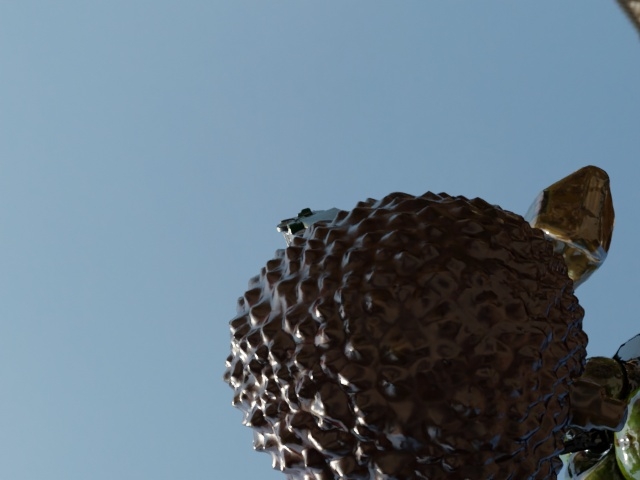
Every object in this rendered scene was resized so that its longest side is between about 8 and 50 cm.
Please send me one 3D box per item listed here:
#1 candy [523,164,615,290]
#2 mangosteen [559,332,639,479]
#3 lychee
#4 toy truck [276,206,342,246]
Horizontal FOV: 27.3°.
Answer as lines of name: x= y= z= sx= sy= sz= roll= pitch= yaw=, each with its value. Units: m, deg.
candy: x=0.260 y=0.035 z=1.610 sx=0.101 sy=0.271 sz=0.143 roll=28 pitch=-134 yaw=-8
mangosteen: x=0.329 y=0.174 z=1.210 sx=0.243 sy=0.243 sz=0.243 roll=-1 pitch=-123 yaw=2
lychee: x=0.077 y=0.096 z=0.984 sx=0.304 sy=0.275 sz=0.275 roll=15 pitch=-121 yaw=17
toy truck: x=0.000 y=0.000 z=1.663 sx=0.079 sy=0.065 sz=0.147 roll=-22 pitch=-165 yaw=-15
